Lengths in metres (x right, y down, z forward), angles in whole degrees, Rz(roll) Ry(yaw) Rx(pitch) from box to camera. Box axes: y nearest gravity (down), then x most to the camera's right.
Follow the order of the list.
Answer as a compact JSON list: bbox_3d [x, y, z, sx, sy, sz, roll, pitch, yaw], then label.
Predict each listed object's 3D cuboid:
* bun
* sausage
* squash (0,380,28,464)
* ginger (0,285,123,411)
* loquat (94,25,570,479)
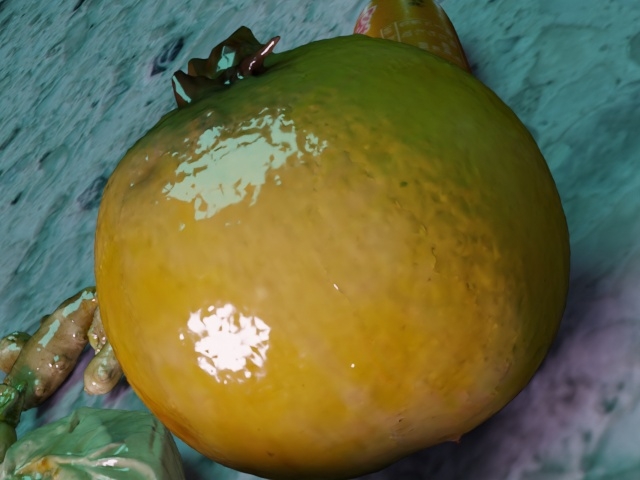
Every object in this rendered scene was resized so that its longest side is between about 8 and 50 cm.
[{"bbox_3d":[-0.169,0.185,1.023,0.164,0.111,0.188,-41,22,0],"label":"bun"},{"bbox_3d":[0.074,-0.122,1.148,0.093,0.093,0.312,-36,27,16],"label":"sausage"},{"bbox_3d":[-0.306,0.204,1.224,0.094,0.094,0.224,-17,33,44],"label":"squash"},{"bbox_3d":[-0.208,0.087,1.300,0.176,0.052,0.193,-48,33,-6],"label":"ginger"},{"bbox_3d":[0.000,0.000,0.864,0.275,0.275,0.275,-34,27,21],"label":"loquat"}]
